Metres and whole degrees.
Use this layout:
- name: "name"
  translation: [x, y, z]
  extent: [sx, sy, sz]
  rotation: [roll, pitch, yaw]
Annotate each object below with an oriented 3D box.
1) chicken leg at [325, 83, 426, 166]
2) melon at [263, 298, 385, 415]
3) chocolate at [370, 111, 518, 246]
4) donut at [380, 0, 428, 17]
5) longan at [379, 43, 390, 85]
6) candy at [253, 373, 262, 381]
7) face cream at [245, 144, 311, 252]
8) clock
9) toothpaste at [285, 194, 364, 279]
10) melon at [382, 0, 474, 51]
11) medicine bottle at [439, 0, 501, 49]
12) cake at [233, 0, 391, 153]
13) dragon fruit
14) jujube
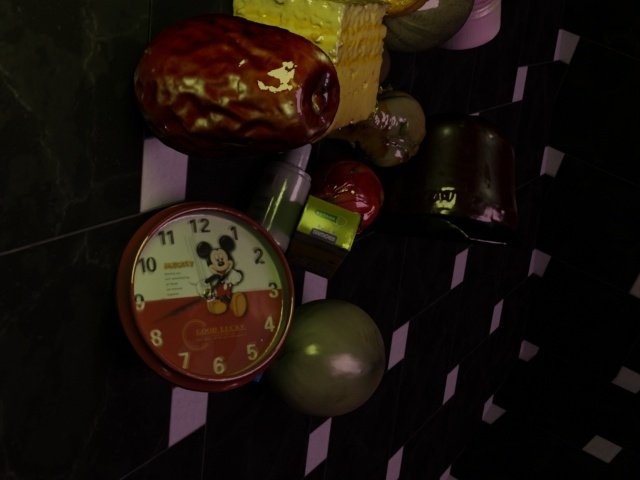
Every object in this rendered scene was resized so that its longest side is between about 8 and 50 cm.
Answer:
- name: "chicken leg"
  translation: [0.105, -0.267, 2.061]
  extent: [0.429, 0.152, 0.201]
  rotation: [-3, 94, -56]
- name: "melon"
  translation: [0.009, 0.254, 1.991]
  extent: [0.308, 0.272, 0.272]
  rotation: [-27, 128, -49]
- name: "chocolate"
  translation: [0.336, -0.158, 2.340]
  extent: [0.383, 0.383, 0.331]
  rotation: [6, 92, -65]
- name: "donut"
  translation: [0.110, -0.547, 1.731]
  extent: [0.108, 0.277, 0.278]
  rotation: [-54, 150, -61]
- name: "longan"
  translation: [0.049, -0.366, 1.835]
  extent: [0.189, 0.189, 0.189]
  rotation: [-41, 139, -50]
- name: "candy"
  translation: [-0.166, 0.130, 1.737]
  extent: [0.157, 0.100, 0.306]
  rotation: [-63, 153, -25]
- name: "face cream"
  translation: [-0.072, -0.105, 1.801]
  extent: [0.252, 0.101, 0.101]
  rotation: [-69, 154, -13]
- name: "clock"
  translation: [-0.186, 0.091, 1.531]
  extent: [0.318, 0.080, 0.318]
  rotation: [8, 74, -28]
- name: "toothpaste"
  translation: [0.000, 0.000, 1.841]
  extent: [0.327, 0.110, 0.077]
  rotation: [119, -9, -76]
- name: "melon"
  translation: [0.192, -0.521, 1.959]
  extent: [0.329, 0.248, 0.249]
  rotation: [-31, 130, -53]
- name: "medicine bottle"
  translation: [0.320, -0.662, 2.177]
  extent: [0.219, 0.219, 0.388]
  rotation: [-56, 150, -35]
- name: "cake"
  translation: [-0.023, -0.297, 1.653]
  extent: [0.227, 0.222, 0.286]
  rotation: [-24, 125, -58]
- name: "dragon fruit"
  translation: [0.048, -0.092, 1.976]
  extent: [0.209, 0.172, 0.172]
  rotation: [-39, 138, -67]
- name: "jujube"
  translation: [-0.128, -0.224, 1.367]
  extent: [0.223, 0.318, 0.223]
  rotation: [-23, 119, -51]
